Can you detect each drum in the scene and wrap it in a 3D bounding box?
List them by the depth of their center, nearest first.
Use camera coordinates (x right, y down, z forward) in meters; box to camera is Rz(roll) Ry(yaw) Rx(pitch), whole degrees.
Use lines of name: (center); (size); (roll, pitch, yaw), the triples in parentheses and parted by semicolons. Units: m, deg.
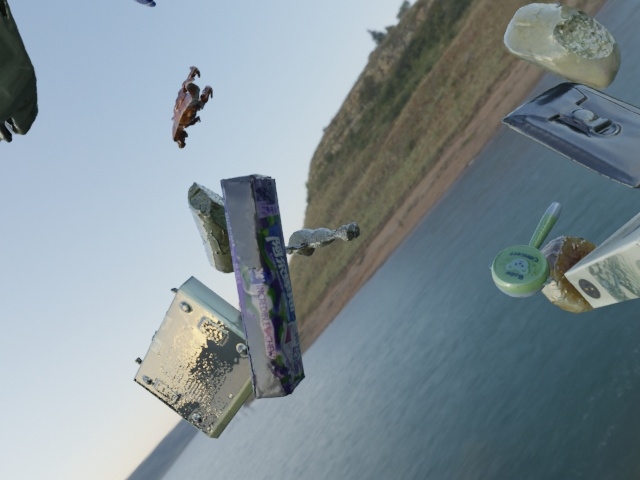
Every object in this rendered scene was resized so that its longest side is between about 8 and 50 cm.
drum: (0.448, 0.013, 1.181); (0.253, 0.130, 0.049); (-65, -36, -33)

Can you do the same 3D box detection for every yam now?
yam: (-0.213, -0.027, 1.141); (0.106, 0.106, 0.259); (-50, -16, -25)

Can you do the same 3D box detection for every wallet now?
wallet: (0.415, -0.164, 0.800); (0.168, 0.245, 0.052); (-25, -46, -20)

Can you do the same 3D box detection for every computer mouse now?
computer mouse: (-0.647, -0.357, 0.923); (0.228, 0.145, 0.429); (-32, -36, -26)

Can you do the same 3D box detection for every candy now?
candy: (-0.078, 0.063, 0.758); (0.061, 0.313, 0.088); (-8, 3, 20)

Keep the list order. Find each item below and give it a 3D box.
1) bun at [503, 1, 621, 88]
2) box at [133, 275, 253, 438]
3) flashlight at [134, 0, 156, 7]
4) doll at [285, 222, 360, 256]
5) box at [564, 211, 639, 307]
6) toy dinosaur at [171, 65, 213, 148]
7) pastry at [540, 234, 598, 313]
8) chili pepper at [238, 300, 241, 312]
bun: (0.446, -0.365, 0.987); (0.237, 0.209, 0.116); (53, 127, 50)
box: (-0.205, 0.206, 0.914); (0.270, 0.210, 0.045); (-54, -3, 33)
flashlight: (-0.255, -0.389, 0.808); (0.121, 0.057, 0.036); (-8, 74, 50)
doll: (0.010, -0.008, 1.606); (0.285, 0.091, 0.203); (-22, 13, 28)
box: (0.435, 0.001, 0.689); (0.164, 0.069, 0.256); (-39, -14, -1)
toy dinosaur: (-0.408, -0.456, 1.697); (0.432, 0.097, 0.208); (127, 164, -62)
pastry: (0.627, 0.084, 1.346); (0.193, 0.182, 0.093); (-66, 7, -27)
chili pepper: (-0.191, 0.185, 1.448); (0.071, 0.064, 0.272); (-3, -22, -16)
